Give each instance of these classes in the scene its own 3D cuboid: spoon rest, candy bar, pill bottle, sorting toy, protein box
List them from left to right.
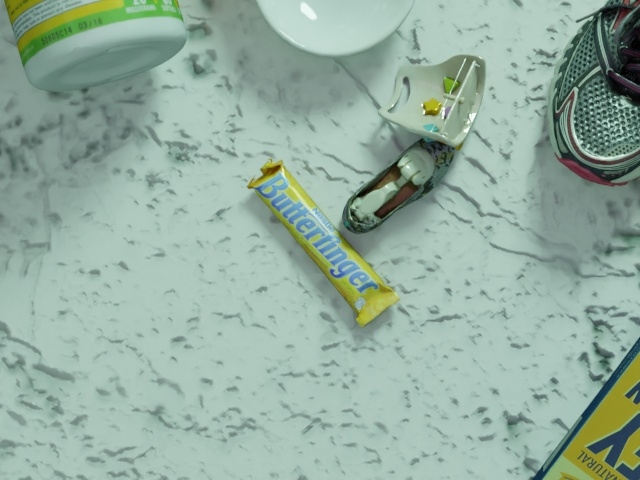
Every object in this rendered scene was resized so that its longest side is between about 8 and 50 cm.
[{"bbox_3d":[-0.207,-0.258,1.544,0.136,0.136,0.245,-18,84,5],"label":"pill bottle"},{"bbox_3d":[-0.025,-0.278,1.552,0.137,0.084,0.276,-32,82,4],"label":"spoon rest"},{"bbox_3d":[0.000,0.000,1.561,0.040,0.018,0.161,-40,83,2],"label":"candy bar"},{"bbox_3d":[0.089,-0.115,1.548,0.075,0.045,0.083,17,66,22],"label":"sorting toy"},{"bbox_3d":[0.266,0.157,1.425,0.136,0.201,0.200,37,91,8],"label":"protein box"}]

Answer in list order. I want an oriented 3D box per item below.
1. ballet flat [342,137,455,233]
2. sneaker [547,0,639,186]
[{"bbox_3d":[0.065,-0.046,1.546,0.114,0.041,0.041,-40,83,2],"label":"ballet flat"},{"bbox_3d":[0.275,-0.184,1.496,0.121,0.112,0.299,29,90,8],"label":"sneaker"}]
